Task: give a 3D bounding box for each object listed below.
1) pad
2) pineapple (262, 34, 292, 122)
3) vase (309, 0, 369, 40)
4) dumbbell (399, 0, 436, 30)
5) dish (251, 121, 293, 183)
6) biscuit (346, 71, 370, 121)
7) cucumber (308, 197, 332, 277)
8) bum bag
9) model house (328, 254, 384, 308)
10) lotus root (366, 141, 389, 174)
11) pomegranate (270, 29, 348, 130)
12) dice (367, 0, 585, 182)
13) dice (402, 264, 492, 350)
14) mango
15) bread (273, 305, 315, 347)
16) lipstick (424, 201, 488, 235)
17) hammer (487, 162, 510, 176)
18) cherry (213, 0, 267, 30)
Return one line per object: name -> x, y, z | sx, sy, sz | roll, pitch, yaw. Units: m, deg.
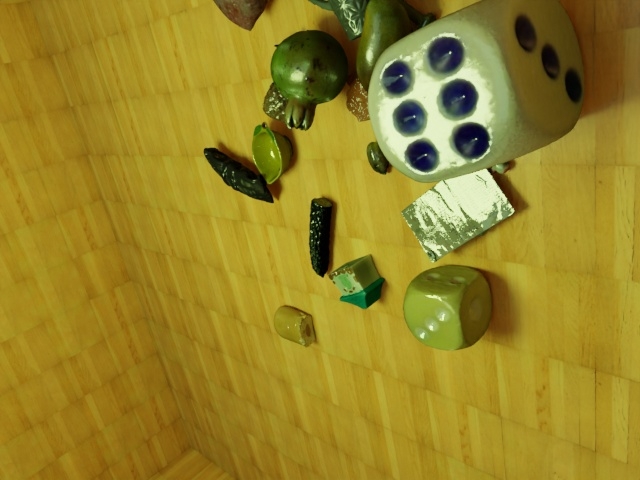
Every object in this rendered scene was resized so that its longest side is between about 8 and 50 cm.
pad -> 0.320, -0.068, 1.266 | 0.265, 0.009, 0.159 | -40, 77, 43
pineapple -> -0.094, -0.455, 1.469 | 0.119, 0.111, 0.237 | 20, 124, -2
vase -> 0.042, -0.616, 1.196 | 0.251, 0.156, 0.300 | -11, 111, 46
dumbbell -> 0.201, -0.505, 1.164 | 0.118, 0.046, 0.052 | 44, 133, 18
dish -> -0.143, -0.281, 1.641 | 0.149, 0.080, 0.207 | 32, 135, 35
biscuit -> 0.109, -0.374, 1.363 | 0.102, 0.019, 0.130 | 16, 124, 40
cucumber -> -0.002, 0.000, 1.670 | 0.072, 0.072, 0.300 | 27, 130, 33
bum bag -> -0.281, -0.218, 1.797 | 0.340, 0.095, 0.144 | 31, 162, 36
model house -> 0.119, 0.136, 1.605 | 0.127, 0.100, 0.149 | -25, 96, 51
lotus root -> 0.154, -0.216, 1.391 | 0.054, 0.049, 0.099 | -1, 118, 45
pomegranate -> -0.030, -0.412, 1.308 | 0.190, 0.241, 0.159 | 47, 167, -30
dice -> 0.295, -0.284, 0.998 | 0.304, 0.304, 0.277 | -7, 109, 49
dice -> 0.327, 0.170, 1.348 | 0.169, 0.169, 0.166 | 5, 116, 45
mango -> 0.145, -0.415, 1.182 | 0.133, 0.111, 0.267 | -6, 139, 6
bread -> -0.104, 0.323, 1.965 | 0.173, 0.085, 0.134 | 9, 119, 43
lipstick -> 0.337, -0.058, 1.294 | 0.158, 0.048, 0.048 | 25, 130, 34
hammer -> 0.392, -0.158, 1.191 | 0.052, 0.031, 0.083 | 48, 146, 19
cherry -> -0.225, -0.691, 1.402 | 0.192, 0.175, 0.249 | 12, 123, 53
